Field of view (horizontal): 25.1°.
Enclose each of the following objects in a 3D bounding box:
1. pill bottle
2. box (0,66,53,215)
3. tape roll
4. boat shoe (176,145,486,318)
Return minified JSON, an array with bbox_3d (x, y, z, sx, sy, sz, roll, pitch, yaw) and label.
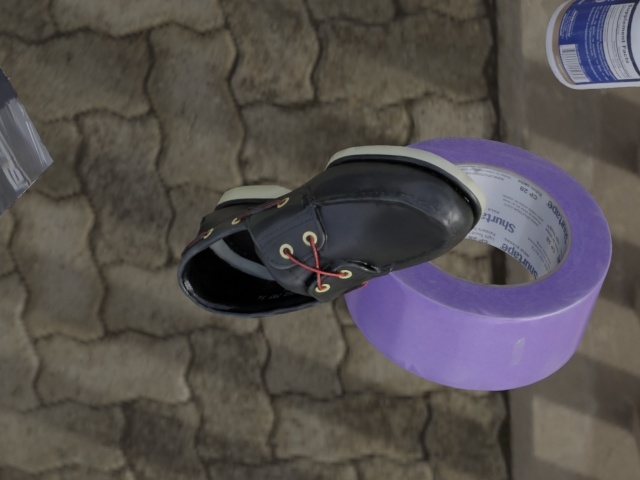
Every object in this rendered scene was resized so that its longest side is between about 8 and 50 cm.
[{"bbox_3d":[0.222,-0.140,1.001,0.120,0.067,0.067,4,128,51],"label":"pill bottle"},{"bbox_3d":[-0.431,-0.130,1.035,0.395,0.097,0.318,-11,118,29],"label":"box"},{"bbox_3d":[0.114,0.014,1.063,0.189,0.189,0.080,8,134,-2],"label":"tape roll"},{"bbox_3d":[0.001,0.001,0.478,0.133,0.042,0.049,-12,129,50],"label":"boat shoe"}]
